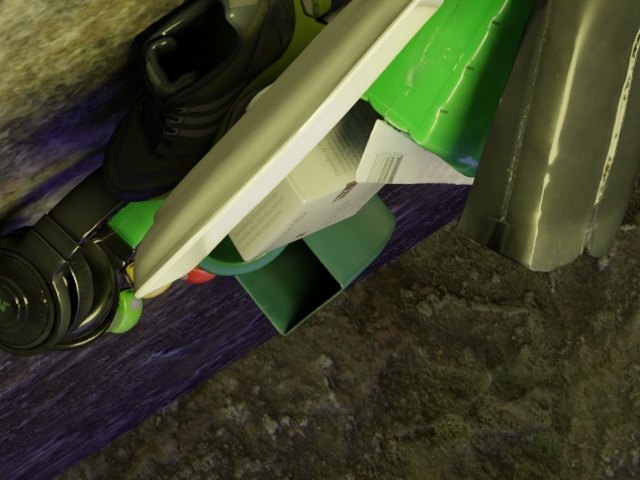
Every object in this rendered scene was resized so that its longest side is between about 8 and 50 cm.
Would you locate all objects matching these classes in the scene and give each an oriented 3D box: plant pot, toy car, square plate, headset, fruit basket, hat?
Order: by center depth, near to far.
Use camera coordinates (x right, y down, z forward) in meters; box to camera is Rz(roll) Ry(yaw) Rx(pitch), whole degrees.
[{"bbox_3d":[-0.025,-0.103,1.229,0.344,0.049,0.347,-47,-179,7],"label":"square plate"},{"bbox_3d":[-0.320,0.037,1.516,0.394,0.185,0.243,-48,174,3],"label":"headset"},{"bbox_3d":[0.196,-0.205,1.536,0.353,0.165,0.327,-9,133,-59],"label":"fruit basket"},{"bbox_3d":[-0.136,-0.062,1.790,0.173,0.183,0.208,22,103,-32],"label":"hat"},{"bbox_3d":[-0.257,0.080,2.074,0.225,0.053,0.239,-37,170,26],"label":"toy car"},{"bbox_3d":[0.000,0.000,2.186,0.166,0.165,0.234,-40,177,42],"label":"plant pot"}]

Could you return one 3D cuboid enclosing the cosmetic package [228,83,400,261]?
[{"bbox_3d":[-0.026,-0.096,1.589,0.183,0.151,0.151,-25,168,-38],"label":"cosmetic package"}]

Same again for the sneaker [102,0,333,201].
[{"bbox_3d":[-0.122,-0.140,1.249,0.121,0.111,0.300,-11,150,-50],"label":"sneaker"}]

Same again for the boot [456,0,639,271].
[{"bbox_3d":[0.326,-0.200,1.371,0.367,0.146,0.445,-3,110,-38],"label":"boot"}]
